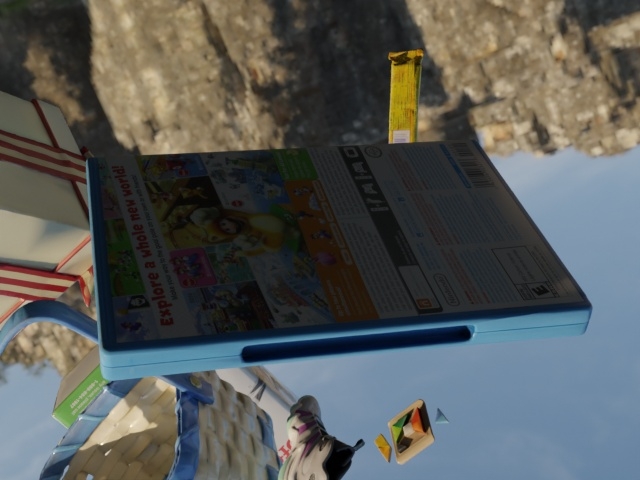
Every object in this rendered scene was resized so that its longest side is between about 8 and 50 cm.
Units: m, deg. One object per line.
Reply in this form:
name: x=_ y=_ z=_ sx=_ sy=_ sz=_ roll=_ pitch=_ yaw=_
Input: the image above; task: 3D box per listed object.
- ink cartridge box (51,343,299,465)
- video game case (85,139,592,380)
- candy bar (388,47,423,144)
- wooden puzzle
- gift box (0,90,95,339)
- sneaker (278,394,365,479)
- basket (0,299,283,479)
ink cartridge box: x=-0.172 y=0.227 z=1.308 sx=0.211 sy=0.289 sz=0.121 roll=-45 pitch=-164 yaw=0
video game case: x=0.000 y=0.000 z=0.369 sx=0.166 sy=0.015 sz=0.119 roll=-4 pitch=-144 yaw=-13
candy bar: x=0.093 y=-0.138 z=1.102 sx=0.040 sy=0.161 sz=0.018 roll=0 pitch=170 yaw=16
wooden puzzle: x=0.122 y=0.263 z=1.360 sx=0.116 sy=0.014 sz=0.078 roll=-45 pitch=-145 yaw=16
gift box: x=-0.411 y=-0.014 z=1.182 sx=0.255 sy=0.276 sz=0.258 roll=-36 pitch=155 yaw=21
sneaker: x=0.006 y=0.164 z=0.803 sx=0.069 sy=0.038 sz=0.098 roll=-20 pitch=-137 yaw=29
basket: x=-0.187 y=0.194 z=0.855 sx=0.254 sy=0.289 sz=0.201 roll=-50 pitch=-153 yaw=20
